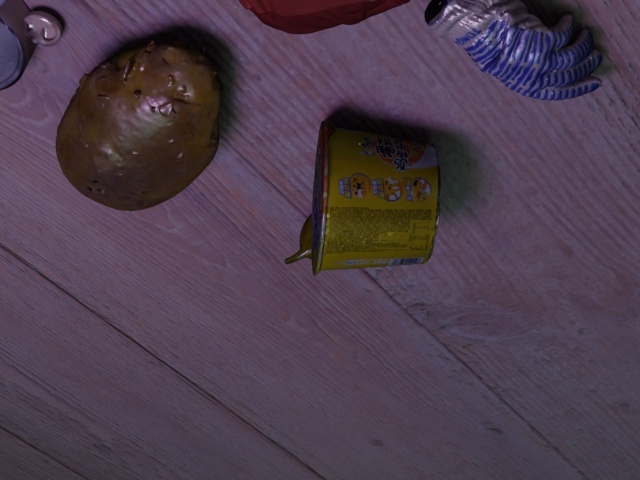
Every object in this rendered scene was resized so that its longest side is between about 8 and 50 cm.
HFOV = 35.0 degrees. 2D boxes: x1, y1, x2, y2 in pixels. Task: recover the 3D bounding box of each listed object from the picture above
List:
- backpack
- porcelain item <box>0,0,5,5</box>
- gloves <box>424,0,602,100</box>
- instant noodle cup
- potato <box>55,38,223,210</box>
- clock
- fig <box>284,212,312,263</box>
[{"bbox_3d":[-0.011,-0.309,1.052,0.229,0.139,0.229,6,139,5],"label":"backpack"},{"bbox_3d":[-0.425,-0.368,0.922,0.242,0.178,0.405,47,175,16],"label":"porcelain item"},{"bbox_3d":[0.224,-0.221,1.156,0.229,0.097,0.119,17,170,-16],"label":"gloves"},{"bbox_3d":[0.068,-0.049,1.310,0.153,0.205,0.205,4,140,-2],"label":"instant noodle cup"},{"bbox_3d":[-0.228,-0.142,1.300,0.192,0.141,0.296,23,136,-19],"label":"potato"},{"bbox_3d":[-0.435,-0.258,1.265,0.229,0.063,0.155,2,140,8],"label":"clock"},{"bbox_3d":[0.000,0.000,1.451,0.084,0.098,0.082,-7,117,50],"label":"fig"}]
